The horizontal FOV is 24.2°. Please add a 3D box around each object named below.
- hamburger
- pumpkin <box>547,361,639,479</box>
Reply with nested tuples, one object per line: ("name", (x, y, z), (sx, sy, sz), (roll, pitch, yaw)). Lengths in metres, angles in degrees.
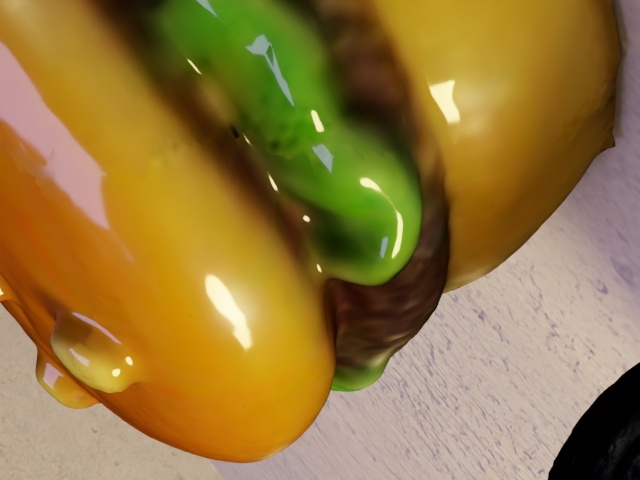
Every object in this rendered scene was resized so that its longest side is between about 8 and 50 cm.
("hamburger", (-0.078, -0.092, 0.680), (0.396, 0.277, 0.396), (47, 164, 18))
("pumpkin", (0.169, 0.167, 0.579), (0.248, 0.248, 0.248), (48, 163, 19))
